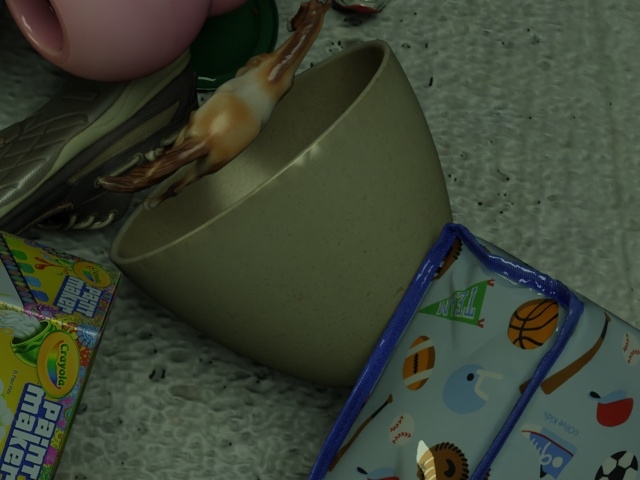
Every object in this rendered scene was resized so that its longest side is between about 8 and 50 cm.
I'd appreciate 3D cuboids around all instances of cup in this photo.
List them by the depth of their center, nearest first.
[{"bbox_3d":[0.000,0.000,1.485,0.331,0.331,0.237,-45,107,-21],"label":"cup"}]

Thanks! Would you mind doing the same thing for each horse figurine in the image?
[{"bbox_3d":[-0.092,-0.118,1.468,0.066,0.174,0.263,50,50,-10],"label":"horse figurine"}]

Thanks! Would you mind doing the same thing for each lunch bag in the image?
[{"bbox_3d":[0.177,0.237,1.406,0.328,0.239,0.385,30,93,-37],"label":"lunch bag"}]

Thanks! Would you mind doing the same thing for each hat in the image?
[{"bbox_3d":[-0.119,-0.282,1.590,0.173,0.183,0.208,-33,82,-21],"label":"hat"}]

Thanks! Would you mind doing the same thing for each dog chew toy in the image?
[{"bbox_3d":[-0.137,-0.290,1.467,0.332,0.206,0.206,-34,83,-26],"label":"dog chew toy"}]

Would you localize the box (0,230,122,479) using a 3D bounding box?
[{"bbox_3d":[-0.355,0.137,1.344,0.279,0.177,0.290,20,105,-6],"label":"box"}]

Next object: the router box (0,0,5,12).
[{"bbox_3d":[-0.428,-0.376,1.546,0.301,0.082,0.335,16,52,-5],"label":"router box"}]

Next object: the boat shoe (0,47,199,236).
[{"bbox_3d":[-0.237,-0.068,1.513,0.355,0.132,0.130,-44,124,-26],"label":"boat shoe"}]

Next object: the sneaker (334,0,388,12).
[{"bbox_3d":[0.049,-0.356,1.700,0.088,0.093,0.225,6,73,-11],"label":"sneaker"}]
